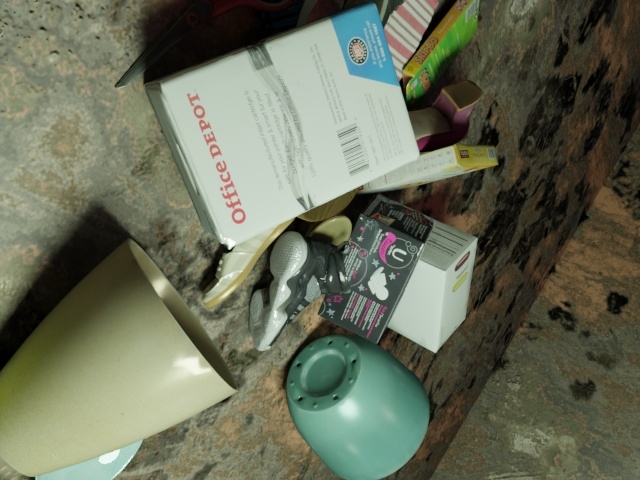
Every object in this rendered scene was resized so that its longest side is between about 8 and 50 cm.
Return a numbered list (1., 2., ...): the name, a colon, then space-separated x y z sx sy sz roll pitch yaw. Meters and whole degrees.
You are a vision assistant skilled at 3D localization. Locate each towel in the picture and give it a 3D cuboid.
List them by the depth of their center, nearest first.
1. towel: 0.143 -0.390 1.194 0.144 0.029 0.197 14 105 -56

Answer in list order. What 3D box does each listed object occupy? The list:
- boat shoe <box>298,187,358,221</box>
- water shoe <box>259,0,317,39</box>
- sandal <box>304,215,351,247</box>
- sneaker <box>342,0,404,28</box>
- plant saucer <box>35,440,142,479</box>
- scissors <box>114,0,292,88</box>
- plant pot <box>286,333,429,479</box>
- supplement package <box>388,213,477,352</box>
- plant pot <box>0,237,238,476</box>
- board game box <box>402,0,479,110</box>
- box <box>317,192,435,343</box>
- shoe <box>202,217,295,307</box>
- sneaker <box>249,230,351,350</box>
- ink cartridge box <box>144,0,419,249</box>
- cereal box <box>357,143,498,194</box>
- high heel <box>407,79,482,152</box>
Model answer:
1. boat shoe: -0.054 -0.097 1.070 0.302 0.098 0.109 -8 132 -45
2. water shoe: -0.063 -0.330 0.938 0.080 0.073 0.203 20 99 -30
3. sandal: -0.006 0.001 1.252 0.088 0.079 0.240 -7 146 -17
4. sneaker: 0.117 -0.405 1.076 0.118 0.083 0.222 -5 124 -48
5. plant saucer: -0.369 0.323 1.026 0.195 0.037 0.195 -32 137 -35
6. scissors: -0.161 -0.310 0.842 0.297 0.021 0.109 -32 113 -16
7. plant pot: 0.061 0.343 1.417 0.293 0.293 0.235 -51 131 -15
8. supplement package: 0.232 0.091 1.508 0.145 0.204 0.262 -39 141 -35
9. plant pot: -0.295 0.179 0.862 0.274 0.256 0.256 -36 143 -7
10. board game box: 0.240 -0.379 1.301 0.259 0.039 0.124 -55 161 -13
11. box: 0.119 0.056 1.322 0.247 0.142 0.163 -67 171 25
12. shoe: -0.134 0.021 1.105 0.058 0.076 0.219 43 76 -11
13. sneaker: -0.033 0.103 1.191 0.153 0.101 0.268 3 127 -28
14. ink cartridge box: -0.048 -0.161 0.874 0.307 0.129 0.223 -26 111 -17
15. cereal box: 0.211 -0.142 1.294 0.173 0.240 0.047 -10 87 -49
16. high heel: 0.141 -0.186 1.255 0.377 0.127 0.181 -19 159 -19
